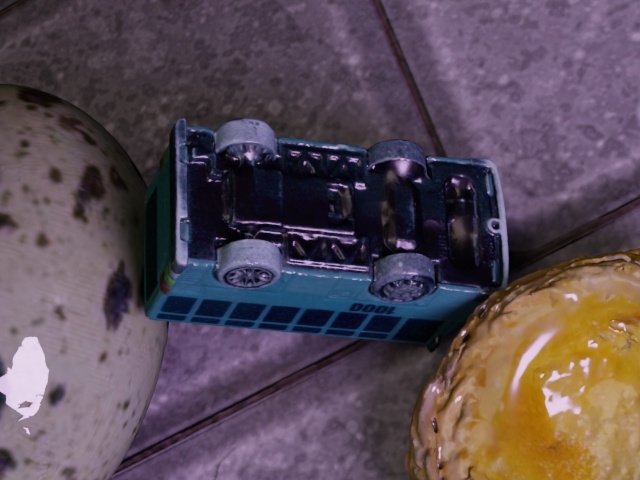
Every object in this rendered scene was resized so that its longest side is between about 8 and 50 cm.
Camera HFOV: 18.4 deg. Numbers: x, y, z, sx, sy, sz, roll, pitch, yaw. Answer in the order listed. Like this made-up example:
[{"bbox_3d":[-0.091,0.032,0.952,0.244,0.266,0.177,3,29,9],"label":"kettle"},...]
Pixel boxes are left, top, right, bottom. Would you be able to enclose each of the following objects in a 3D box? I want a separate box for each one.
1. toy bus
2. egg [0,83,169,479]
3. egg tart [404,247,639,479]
[{"bbox_3d":[0.000,0.000,1.487,0.256,0.147,0.128,6,64,-18],"label":"toy bus"},{"bbox_3d":[-0.262,0.060,1.554,0.287,0.287,0.379,-11,60,21],"label":"egg"},{"bbox_3d":[0.201,0.143,1.392,0.288,0.118,0.288,-9,64,19],"label":"egg tart"}]
